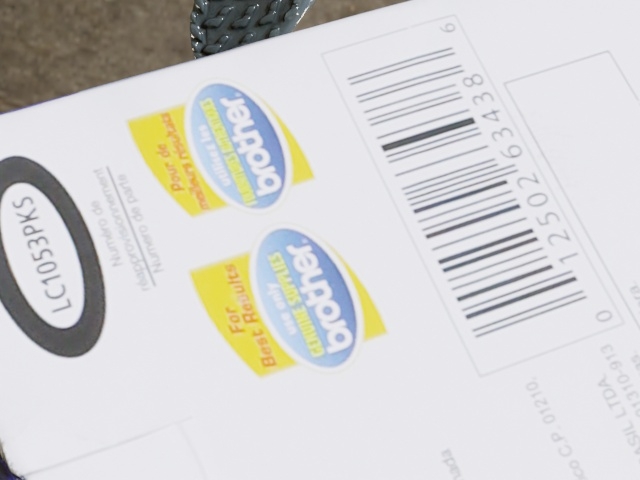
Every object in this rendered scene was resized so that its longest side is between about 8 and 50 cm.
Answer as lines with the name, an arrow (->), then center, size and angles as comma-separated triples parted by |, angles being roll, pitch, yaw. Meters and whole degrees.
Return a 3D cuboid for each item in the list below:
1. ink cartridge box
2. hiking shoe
ink cartridge box -> 0.055, 0.073, 0.382 | 0.396, 0.270, 0.151 | -18, 155, -16
hiking shoe -> -0.026, -0.294, 1.361 | 0.113, 0.304, 0.132 | 29, -174, 11
